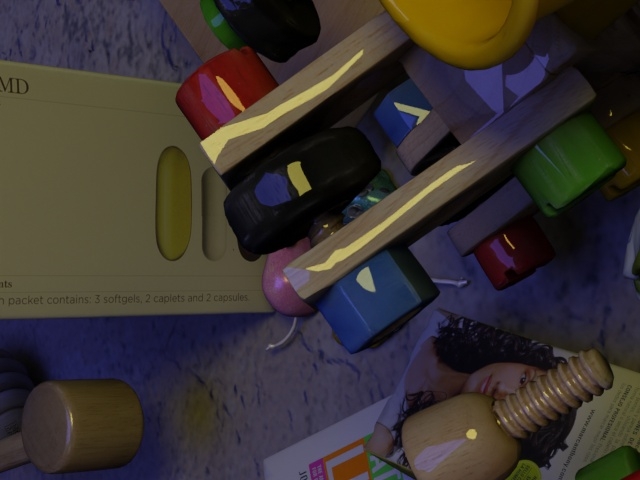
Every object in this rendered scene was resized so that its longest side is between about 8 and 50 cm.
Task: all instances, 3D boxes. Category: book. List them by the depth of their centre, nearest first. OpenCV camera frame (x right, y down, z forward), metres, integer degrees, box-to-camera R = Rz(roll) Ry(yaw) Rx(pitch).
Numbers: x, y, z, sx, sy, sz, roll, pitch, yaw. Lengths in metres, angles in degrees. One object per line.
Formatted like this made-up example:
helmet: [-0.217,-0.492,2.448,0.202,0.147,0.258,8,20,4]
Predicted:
book: [0.026,0.150,0.731,0.144,0.035,0.096,-35,60,42]

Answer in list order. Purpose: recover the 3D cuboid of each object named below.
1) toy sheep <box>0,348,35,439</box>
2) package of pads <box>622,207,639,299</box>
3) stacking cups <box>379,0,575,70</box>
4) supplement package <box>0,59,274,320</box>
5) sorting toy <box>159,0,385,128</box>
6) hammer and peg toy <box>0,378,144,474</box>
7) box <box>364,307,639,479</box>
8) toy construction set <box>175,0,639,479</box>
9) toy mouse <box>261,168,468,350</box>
toy sheep: [-0.265,0.130,1.006,0.132,0.091,0.091,39,117,25]
package of pads: [0.248,-0.009,0.302,0.296,0.101,0.229,29,89,11]
stacking cups: [0.158,-0.153,0.408,0.096,0.316,0.096,49,154,34]
supplement package: [-0.189,-0.023,0.795,0.204,0.262,0.145,-3,87,47]
sorting toy: [0.015,-0.209,0.709,0.257,0.089,0.255,-56,52,29]
hammer and peg toy: [-0.161,0.274,0.855,0.266,0.127,0.361,-9,82,49]
box: [0.131,0.103,0.576,0.232,0.058,0.087,15,73,46]
toy construction set: [0.108,-0.044,0.484,0.237,0.257,0.309,-34,55,23]
toy mouse: [0.000,0.000,0.759,0.161,0.031,0.143,-39,61,39]
